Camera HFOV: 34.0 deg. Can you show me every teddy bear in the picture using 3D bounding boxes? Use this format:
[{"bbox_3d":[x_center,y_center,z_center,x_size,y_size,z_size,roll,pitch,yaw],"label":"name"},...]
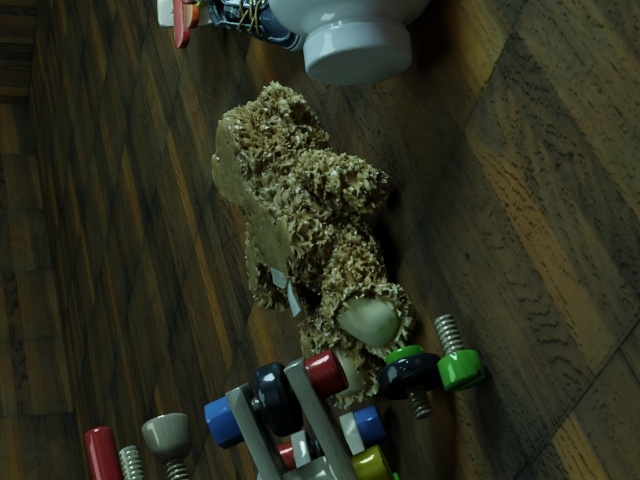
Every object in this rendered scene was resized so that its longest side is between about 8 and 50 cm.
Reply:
[{"bbox_3d":[0.000,0.000,1.057,0.338,0.113,0.245,51,145,45],"label":"teddy bear"}]

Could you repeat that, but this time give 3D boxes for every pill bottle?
[{"bbox_3d":[0.020,-0.274,0.912,0.146,0.146,0.264,149,118,-65],"label":"pill bottle"}]

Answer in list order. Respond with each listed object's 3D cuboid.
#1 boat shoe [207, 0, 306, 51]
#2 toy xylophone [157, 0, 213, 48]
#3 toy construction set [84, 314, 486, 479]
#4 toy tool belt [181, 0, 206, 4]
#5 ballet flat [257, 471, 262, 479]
[{"bbox_3d":[-0.073,-0.259,1.220,0.183,0.083,0.065,-142,54,-62],"label":"boat shoe"},{"bbox_3d":[-0.145,-0.411,1.394,0.322,0.081,0.236,142,125,-62],"label":"toy xylophone"},{"bbox_3d":[-0.018,0.241,0.861,0.257,0.308,0.237,112,144,-59],"label":"toy construction set"},{"bbox_3d":[-0.161,-0.319,1.273,0.083,0.052,0.051,-112,22,-66],"label":"toy tool belt"},{"bbox_3d":[0.024,0.338,1.018,0.106,0.107,0.316,-41,56,37],"label":"ballet flat"}]
